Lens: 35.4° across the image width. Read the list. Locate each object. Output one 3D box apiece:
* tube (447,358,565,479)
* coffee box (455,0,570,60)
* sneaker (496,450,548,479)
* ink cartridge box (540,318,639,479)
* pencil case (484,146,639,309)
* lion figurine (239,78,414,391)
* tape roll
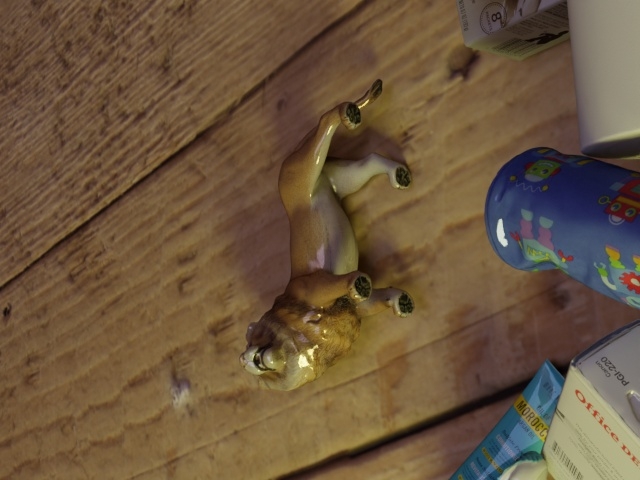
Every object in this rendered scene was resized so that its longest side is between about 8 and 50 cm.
[{"bbox_3d":[0.221,0.235,1.143,0.080,0.052,0.207,47,115,23],"label":"tube"},{"bbox_3d":[0.282,-0.323,1.031,0.297,0.118,0.168,-20,75,42],"label":"coffee box"},{"bbox_3d":[0.210,0.332,1.053,0.092,0.087,0.229,20,106,35],"label":"sneaker"},{"bbox_3d":[0.303,0.201,0.955,0.158,0.092,0.218,52,162,31],"label":"ink cartridge box"},{"bbox_3d":[0.280,0.010,0.845,0.306,0.119,0.133,27,150,50],"label":"pencil case"},{"bbox_3d":[0.000,0.000,1.312,0.240,0.142,0.392,-14,66,51],"label":"lion figurine"},{"bbox_3d":[0.346,-0.171,0.882,0.246,0.246,0.169,-8,84,43],"label":"tape roll"}]
